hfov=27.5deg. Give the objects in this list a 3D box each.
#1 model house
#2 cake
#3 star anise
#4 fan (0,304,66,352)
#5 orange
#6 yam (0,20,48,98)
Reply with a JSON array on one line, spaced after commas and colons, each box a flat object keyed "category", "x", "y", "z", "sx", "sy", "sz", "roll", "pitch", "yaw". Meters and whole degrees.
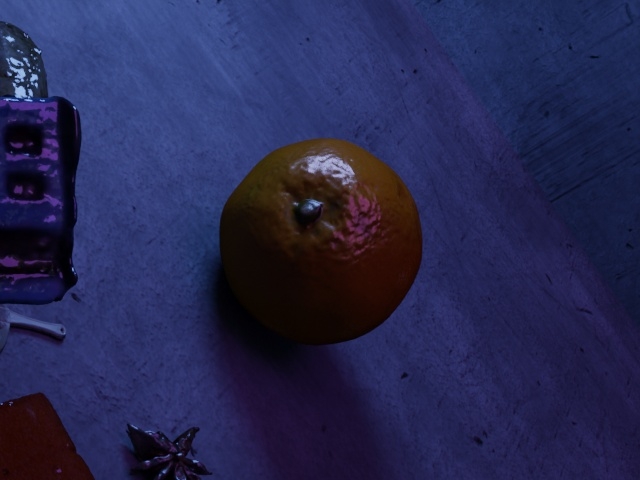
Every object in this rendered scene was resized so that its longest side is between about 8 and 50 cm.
[{"category": "model house", "x": -0.434, "y": -0.047, "z": 1.373, "sx": 0.303, "sy": 0.215, "sz": 0.237, "roll": 0, "pitch": 91, "yaw": -37}, {"category": "cake", "x": -0.344, "y": 0.262, "z": 1.315, "sx": 0.283, "sy": 0.177, "sz": 0.151, "roll": -14, "pitch": 75, "yaw": -61}, {"category": "star anise", "x": -0.184, "y": 0.292, "z": 1.648, "sx": 0.124, "sy": 0.056, "sz": 0.129, "roll": 10, "pitch": 51, "yaw": -39}, {"category": "fan", "x": -0.395, "y": 0.088, "z": 1.575, "sx": 0.226, "sy": 0.008, "sz": 0.152, "roll": 23, "pitch": 44, "yaw": -44}, {"category": "orange", "x": 0.000, "y": 0.000, "z": 1.954, "sx": 0.312, "sy": 0.312, "sz": 0.312, "roll": 37, "pitch": 35, "yaw": -32}, {"category": "yam", "x": -0.409, "y": -0.158, "z": 1.673, "sx": 0.133, "sy": 0.133, "sz": 0.330, "roll": 31, "pitch": 35, "yaw": -39}]
